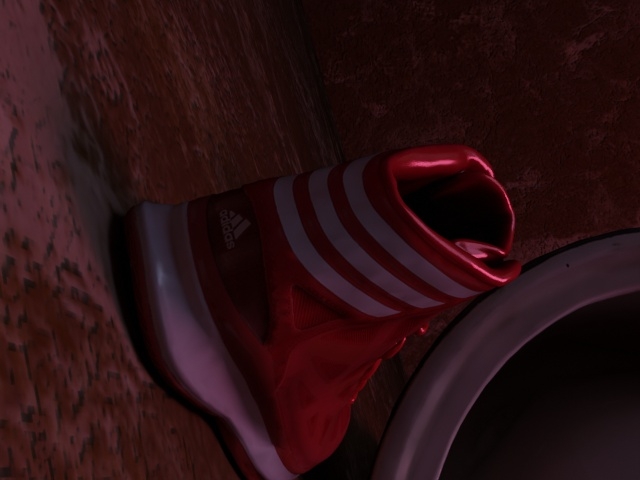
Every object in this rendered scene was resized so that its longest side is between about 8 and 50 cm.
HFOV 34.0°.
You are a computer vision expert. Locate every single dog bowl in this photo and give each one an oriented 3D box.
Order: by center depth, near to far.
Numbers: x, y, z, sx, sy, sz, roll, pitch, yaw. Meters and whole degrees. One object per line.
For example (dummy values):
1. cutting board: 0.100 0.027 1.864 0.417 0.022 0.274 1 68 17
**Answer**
1. dog bowl: 0.208 0.205 0.632 0.150 0.408 0.408 119 -43 -74

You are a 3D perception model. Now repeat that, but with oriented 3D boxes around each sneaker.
1. sneaker: 0.020 0.036 0.409 0.221 0.128 0.087 58 17 -69
